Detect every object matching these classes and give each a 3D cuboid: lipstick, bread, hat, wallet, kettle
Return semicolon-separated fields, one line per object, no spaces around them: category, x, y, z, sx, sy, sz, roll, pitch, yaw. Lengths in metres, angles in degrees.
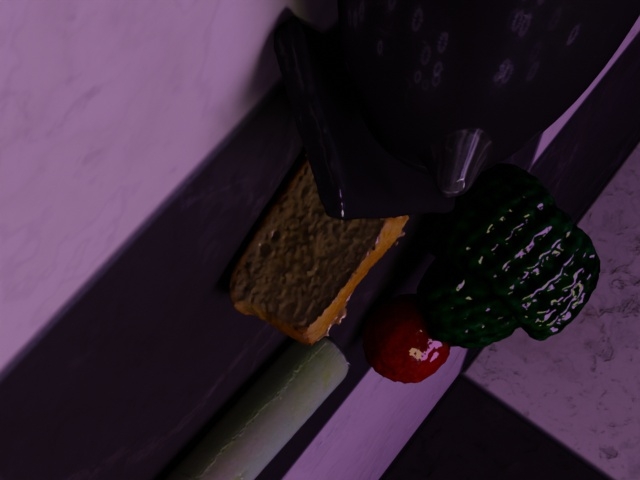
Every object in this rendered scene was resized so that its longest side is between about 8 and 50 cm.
lipstick;-0.081;0.215;1.228;0.304;0.076;0.076;-46;162;-31
bread;0.000;0.000;0.978;0.187;0.103;0.065;-52;163;5
hat;0.205;0.077;1.538;0.332;0.242;0.274;-43;152;5
wallet;0.040;-0.087;0.897;0.030;0.146;0.285;-16;177;21
kettle;0.109;-0.187;0.775;0.290;0.207;0.268;102;-7;-53
